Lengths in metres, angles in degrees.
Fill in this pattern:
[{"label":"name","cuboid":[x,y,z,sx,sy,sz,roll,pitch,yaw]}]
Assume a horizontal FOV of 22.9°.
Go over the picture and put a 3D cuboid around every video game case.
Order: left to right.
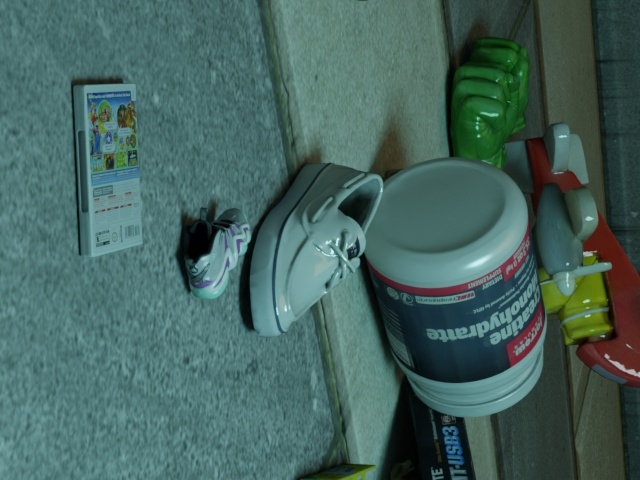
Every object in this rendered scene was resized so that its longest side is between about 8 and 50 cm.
[{"label":"video game case","cuboid":[-0.154,-0.053,1.153,0.087,0.011,0.122,-19,108,-71]}]

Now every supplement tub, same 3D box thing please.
[{"label":"supplement tub","cuboid":[0.160,0.057,1.839,0.272,0.191,0.191,72,25,-43]}]

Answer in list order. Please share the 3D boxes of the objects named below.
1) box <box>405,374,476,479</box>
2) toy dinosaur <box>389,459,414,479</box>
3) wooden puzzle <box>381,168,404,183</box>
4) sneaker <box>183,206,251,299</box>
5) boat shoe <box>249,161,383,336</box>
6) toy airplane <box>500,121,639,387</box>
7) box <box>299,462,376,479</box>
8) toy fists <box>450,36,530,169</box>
[{"label":"box","cuboid":[0.166,0.357,1.934,0.293,0.073,0.295,-97,177,-57]},{"label":"toy dinosaur","cuboid":[0.086,0.341,1.869,0.183,0.053,0.092,-76,144,-57]},{"label":"wooden puzzle","cuboid":[0.094,-0.050,1.919,0.116,0.014,0.078,-34,122,-69]},{"label":"sneaker","cuboid":[-0.088,-0.007,1.313,0.069,0.038,0.098,74,24,-43]},{"label":"boat shoe","cuboid":[0.000,0.000,1.511,0.258,0.084,0.095,-67,152,-50]},{"label":"toy airplane","cuboid":[0.351,0.019,2.402,0.384,0.272,0.386,50,-12,54]},{"label":"box","cuboid":[0.016,0.291,1.635,0.179,0.043,0.105,9,82,-74]},{"label":"toy fists","cuboid":[0.247,-0.204,2.263,0.279,0.096,0.142,-54,139,-59]}]
